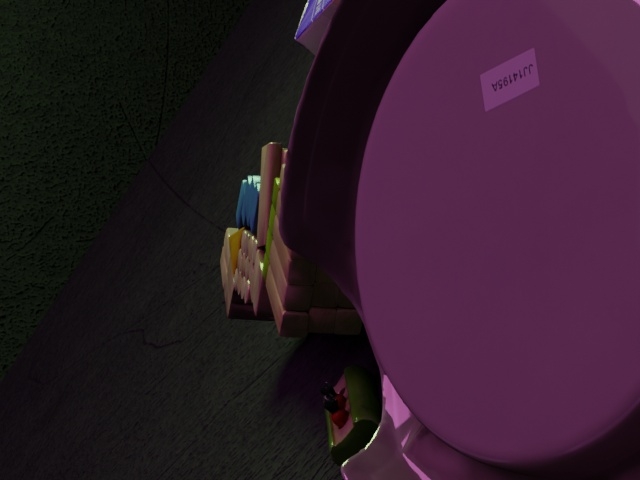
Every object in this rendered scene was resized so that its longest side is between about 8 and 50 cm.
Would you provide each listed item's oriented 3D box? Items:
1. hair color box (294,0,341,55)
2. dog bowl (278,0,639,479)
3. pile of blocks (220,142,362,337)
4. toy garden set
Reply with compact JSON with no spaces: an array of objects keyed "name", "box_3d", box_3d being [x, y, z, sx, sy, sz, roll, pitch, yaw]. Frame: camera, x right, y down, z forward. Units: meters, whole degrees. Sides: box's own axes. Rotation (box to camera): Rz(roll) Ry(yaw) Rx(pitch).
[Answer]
[{"name":"hair color box","box_3d":[0.157,-0.241,1.620,0.339,0.185,0.110,-46,14,25]},{"name":"dog bowl","box_3d":[0.123,-0.013,0.961,0.349,0.102,0.349,-11,76,50]},{"name":"pile of blocks","box_3d":[0.000,0.000,1.612,0.362,0.112,0.149,-179,92,-78]},{"name":"toy garden set","box_3d":[0.078,0.059,1.387,0.244,0.049,0.204,-49,13,12]}]
